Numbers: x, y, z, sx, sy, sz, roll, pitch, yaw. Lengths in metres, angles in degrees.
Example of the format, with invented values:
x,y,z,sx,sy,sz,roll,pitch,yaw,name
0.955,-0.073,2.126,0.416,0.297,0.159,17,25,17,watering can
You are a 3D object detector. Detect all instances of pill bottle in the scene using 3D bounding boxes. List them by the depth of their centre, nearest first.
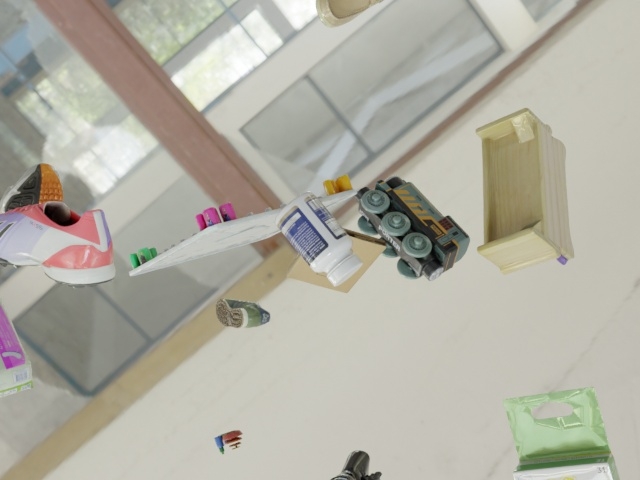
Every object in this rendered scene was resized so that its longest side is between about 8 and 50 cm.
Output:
x,y,z,sx,sy,sz,roll,pitch,yaw,name
0.000,0.000,1.644,0.094,0.169,0.094,-38,169,-8,pill bottle

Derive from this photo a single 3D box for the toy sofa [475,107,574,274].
x,y,z,sx,sy,sz,roll,pitch,yaw,name
0.467,-0.105,2.036,0.150,0.177,0.362,-22,-129,38,toy sofa

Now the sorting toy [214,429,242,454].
x,y,z,sx,sy,sz,roll,pitch,yaw,name
-0.207,0.459,2.005,0.061,0.042,0.102,-16,172,-18,sorting toy

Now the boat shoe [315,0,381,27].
x,y,z,sx,sy,sz,roll,pitch,yaw,name
0.112,-0.557,1.873,0.302,0.109,0.098,-41,-154,-26,boat shoe

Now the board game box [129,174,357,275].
x,y,z,sx,sy,sz,roll,pitch,yaw,name
-0.177,-0.033,1.921,0.390,0.050,0.390,-16,175,-39,board game box

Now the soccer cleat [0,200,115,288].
x,y,z,sx,sy,sz,roll,pitch,yaw,name
-0.437,-0.013,1.364,0.318,0.116,0.108,13,-164,35,soccer cleat

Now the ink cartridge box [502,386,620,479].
x,y,z,sx,sy,sz,roll,pitch,yaw,name
0.416,0.382,1.516,0.171,0.235,0.056,-14,-174,29,ink cartridge box

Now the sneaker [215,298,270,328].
x,y,z,sx,sy,sz,roll,pitch,yaw,name
-0.181,0.175,2.094,0.086,0.064,0.192,-1,-176,-25,sneaker

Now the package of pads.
x,y,z,sx,sy,sz,roll,pitch,yaw,name
-0.801,0.234,1.961,0.229,0.296,0.101,-17,141,-30,package of pads

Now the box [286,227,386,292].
x,y,z,sx,sy,sz,roll,pitch,yaw,name
0.033,0.043,2.032,0.201,0.164,0.021,127,-28,-45,box

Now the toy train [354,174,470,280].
x,y,z,sx,sy,sz,roll,pitch,yaw,name
0.237,-0.037,2.325,0.190,0.334,0.142,-26,147,-24,toy train

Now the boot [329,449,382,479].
x,y,z,sx,sy,sz,roll,pitch,yaw,name
0.088,0.604,1.933,0.094,0.246,0.207,-13,180,18,boot

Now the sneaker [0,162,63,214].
x,y,z,sx,sy,sz,roll,pitch,yaw,name
-0.548,-0.074,1.622,0.262,0.099,0.121,-48,-132,43,sneaker
